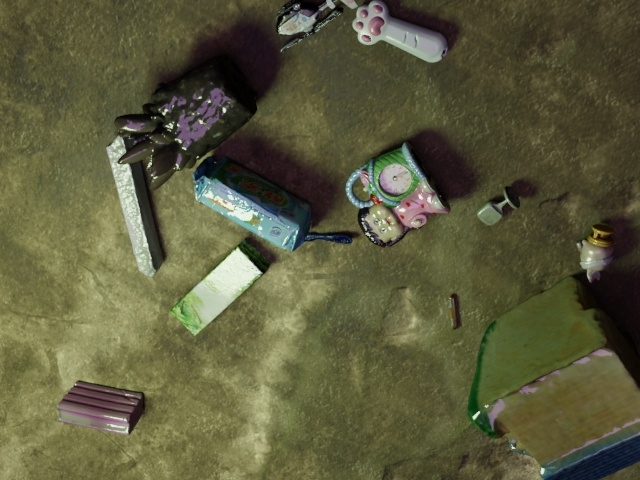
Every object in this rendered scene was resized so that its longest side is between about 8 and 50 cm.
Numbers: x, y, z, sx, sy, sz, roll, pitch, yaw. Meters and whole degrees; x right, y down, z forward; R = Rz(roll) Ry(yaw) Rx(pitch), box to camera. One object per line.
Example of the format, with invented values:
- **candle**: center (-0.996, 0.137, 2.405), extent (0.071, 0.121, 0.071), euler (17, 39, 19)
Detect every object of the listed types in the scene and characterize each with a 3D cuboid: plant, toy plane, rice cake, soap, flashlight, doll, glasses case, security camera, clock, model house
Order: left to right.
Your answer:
- **soap**: center (-0.590, 0.452, 2.166), extent (0.203, 0.122, 0.066), euler (10, 117, 8)
- **rice cake**: center (-0.438, -0.084, 1.900), extent (0.056, 0.073, 0.365), euler (-2, 115, 16)
- **plant**: center (-0.297, -0.256, 1.739), extent (0.320, 0.194, 0.182), euler (-29, 94, 18)
- **glasses case**: center (-0.247, 0.117, 1.966), extent (0.095, 0.062, 0.272), euler (46, 115, -5)
- **soap**: center (-0.150, -0.087, 1.793), extent (0.293, 0.156, 0.077), euler (29, 115, -4)
- **toy plane**: center (-0.021, -0.465, 1.645), extent (0.197, 0.053, 0.078), euler (-26, 116, 23)
- **clock**: center (0.158, -0.095, 1.761), extent (0.195, 0.100, 0.194), euler (-32, 102, 21)
- **flashlight**: center (0.163, -0.418, 1.628), extent (0.200, 0.047, 0.093), euler (23, 118, 0)
- **security camera**: center (0.386, -0.073, 1.756), extent (0.092, 0.058, 0.058), euler (-33, 106, 36)
- **model house**: center (0.553, 0.325, 1.725), extent (0.334, 0.382, 0.343), euler (-35, 102, 25)
- **doll**: center (0.594, 0.028, 1.753), extent (0.084, 0.073, 0.127), euler (24, 119, 37)

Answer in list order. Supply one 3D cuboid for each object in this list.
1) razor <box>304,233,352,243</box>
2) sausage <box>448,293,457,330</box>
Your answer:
- **razor**: center (0.000, -0.003, 1.874), extent (0.154, 0.028, 0.044), euler (-2, 135, 12)
- **sausage**: center (0.314, 0.171, 1.903), extent (0.015, 0.015, 0.100), euler (-5, 115, 14)
